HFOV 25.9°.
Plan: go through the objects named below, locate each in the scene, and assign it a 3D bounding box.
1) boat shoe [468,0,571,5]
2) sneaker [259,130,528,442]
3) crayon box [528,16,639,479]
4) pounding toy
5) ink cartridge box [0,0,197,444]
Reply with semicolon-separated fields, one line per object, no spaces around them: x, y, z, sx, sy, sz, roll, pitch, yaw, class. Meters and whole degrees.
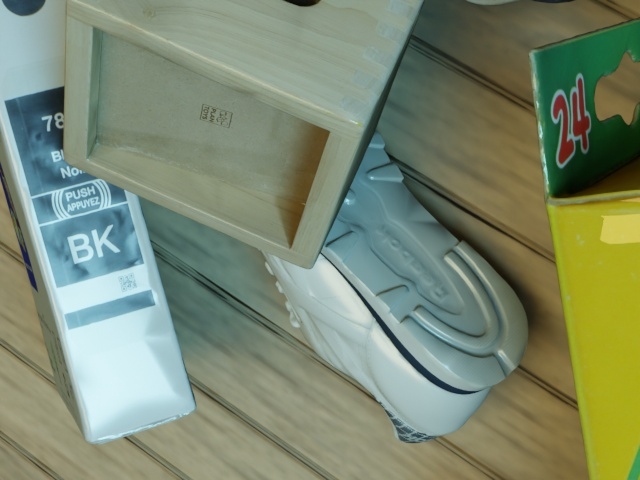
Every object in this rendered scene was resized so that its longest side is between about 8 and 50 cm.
0.037;-0.156;0.614;0.340;0.127;0.158;-27;81;33;boat shoe
0.000;0.000;0.712;0.235;0.090;0.095;54;145;15;sneaker
0.173;0.065;0.552;0.081;0.202;0.318;-6;101;31;crayon box
-0.053;-0.104;0.575;0.181;0.094;0.206;24;150;2;pounding toy
-0.148;-0.069;0.737;0.165;0.065;0.332;-164;58;-74;ink cartridge box
